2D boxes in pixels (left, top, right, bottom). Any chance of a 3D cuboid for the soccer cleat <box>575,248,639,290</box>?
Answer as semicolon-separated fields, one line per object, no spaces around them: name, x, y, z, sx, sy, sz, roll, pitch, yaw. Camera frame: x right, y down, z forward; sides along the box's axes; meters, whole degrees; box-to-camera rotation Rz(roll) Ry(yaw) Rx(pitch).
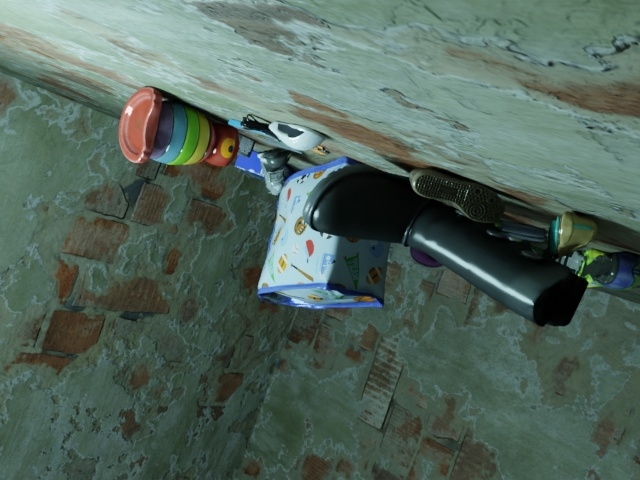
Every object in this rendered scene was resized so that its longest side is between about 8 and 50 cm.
soccer cleat;0.667;0.073;1.529;0.121;0.093;0.289;13;-179;6

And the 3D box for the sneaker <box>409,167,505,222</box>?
sneaker;0.253;-0.093;1.238;0.188;0.066;0.071;22;-160;-13

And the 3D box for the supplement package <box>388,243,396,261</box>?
supplement package;0.157;-0.060;2.151;0.149;0.203;0.194;19;-178;-21

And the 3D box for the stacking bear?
stacking bear;-0.327;-0.255;1.642;0.289;0.175;0.164;9;-174;-41

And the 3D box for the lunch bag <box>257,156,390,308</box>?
lunch bag;0.000;0.000;1.686;0.239;0.328;0.385;22;161;-35

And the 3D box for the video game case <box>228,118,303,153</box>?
video game case;-0.130;-0.253;1.628;0.119;0.015;0.166;21;-178;31

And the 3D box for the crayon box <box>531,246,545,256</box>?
crayon box;0.619;0.039;2.235;0.278;0.081;0.165;20;-179;29

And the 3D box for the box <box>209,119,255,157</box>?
box;-0.325;-0.305;1.874;0.183;0.056;0.231;21;-178;40

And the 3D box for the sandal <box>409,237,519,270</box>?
sandal;0.366;-0.007;1.836;0.102;0.169;0.416;16;170;-30

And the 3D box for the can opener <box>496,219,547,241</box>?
can opener;0.449;-0.025;1.607;0.186;0.073;0.059;10;170;19

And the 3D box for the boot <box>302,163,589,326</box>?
boot;0.233;0.019;1.258;0.367;0.146;0.445;-8;-143;-43

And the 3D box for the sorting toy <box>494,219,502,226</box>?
sorting toy;0.379;-0.061;1.554;0.102;0.042;0.061;8;-162;-6

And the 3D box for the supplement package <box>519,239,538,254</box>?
supplement package;0.535;0.062;1.955;0.139;0.134;0.244;45;-178;1

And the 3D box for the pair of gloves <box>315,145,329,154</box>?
pair of gloves;-0.019;-0.213;1.534;0.074;0.010;0.083;20;180;15

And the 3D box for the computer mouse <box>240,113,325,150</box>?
computer mouse;-0.070;-0.211;1.348;0.106;0.042;0.193;20;-179;-44

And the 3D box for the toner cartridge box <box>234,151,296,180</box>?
toner cartridge box;-0.191;-0.258;2.455;0.165;0.075;0.348;21;-179;6

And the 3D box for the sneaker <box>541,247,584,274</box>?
sneaker;0.699;0.074;1.761;0.106;0.078;0.234;22;177;-42

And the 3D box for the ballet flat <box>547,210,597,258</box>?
ballet flat;0.458;-0.005;1.219;0.073;0.080;0.232;4;178;15

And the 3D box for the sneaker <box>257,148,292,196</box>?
sneaker;-0.116;-0.182;1.840;0.086;0.132;0.229;-13;-167;-7
